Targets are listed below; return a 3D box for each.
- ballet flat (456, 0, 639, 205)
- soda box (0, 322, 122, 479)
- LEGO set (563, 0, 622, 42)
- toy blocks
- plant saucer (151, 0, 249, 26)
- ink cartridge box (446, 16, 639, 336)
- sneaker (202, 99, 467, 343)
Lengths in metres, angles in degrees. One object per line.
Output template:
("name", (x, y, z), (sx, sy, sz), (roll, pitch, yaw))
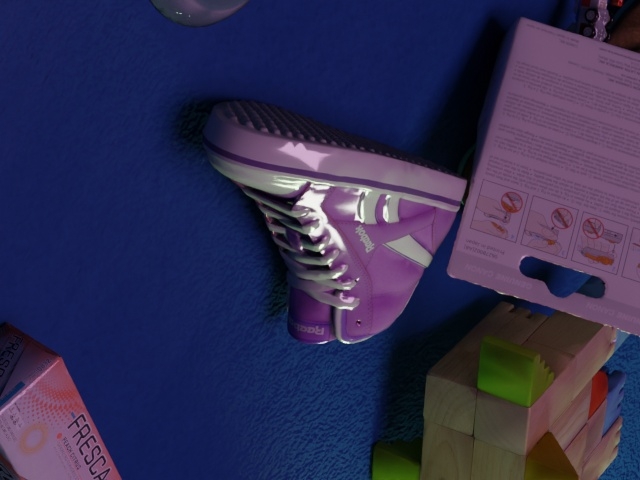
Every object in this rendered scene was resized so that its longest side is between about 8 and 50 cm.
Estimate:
("ballet flat", (0.264, -0.112, 1.269), (0.342, 0.124, 0.116), (-39, 139, -30))
("soda box", (-0.176, 0.141, 0.938), (0.063, 0.058, 0.183), (-43, 138, -26))
("LEGO set", (0.238, -0.276, 1.225), (0.244, 0.060, 0.182), (-51, 136, -29))
("toy blocks", (0.194, 0.198, 1.350), (0.261, 0.190, 0.382), (-35, 135, -49))
("plant saucer", (-0.062, -0.189, 0.913), (0.119, 0.021, 0.119), (-28, 130, -39))
("ink cartridge box", (0.208, -0.047, 1.157), (0.056, 0.181, 0.225), (115, -8, -78))
("sneaker", (0.001, 0.000, 1.039), (0.282, 0.102, 0.161), (16, 101, -53))
